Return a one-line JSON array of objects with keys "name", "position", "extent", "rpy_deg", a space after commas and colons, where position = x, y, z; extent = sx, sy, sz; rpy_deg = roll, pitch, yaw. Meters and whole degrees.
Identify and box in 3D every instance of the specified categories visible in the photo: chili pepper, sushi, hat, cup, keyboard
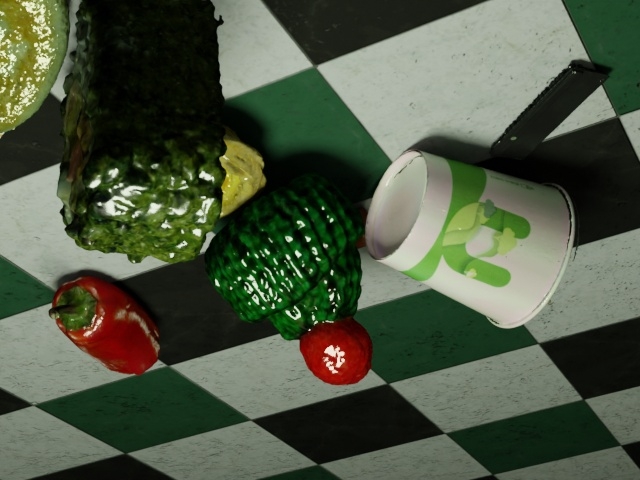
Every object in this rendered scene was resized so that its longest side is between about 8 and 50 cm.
[{"name": "chili pepper", "position": [-0.416, 0.131, 2.120], "extent": [0.135, 0.131, 0.338], "rpy_deg": [10, 160, 26]}, {"name": "sushi", "position": [-0.239, -0.139, 1.498], "extent": [0.178, 0.352, 0.294], "rpy_deg": [6, 145, -21]}, {"name": "hat", "position": [-0.013, 0.075, 1.881], "extent": [0.242, 0.332, 0.274], "rpy_deg": [-37, -177, -26]}, {"name": "cup", "position": [0.231, -0.017, 1.883], "extent": [0.274, 0.253, 0.253], "rpy_deg": [21, 141, -21]}, {"name": "keyboard", "position": [0.346, -0.195, 1.794], "extent": [0.072, 0.023, 0.231], "rpy_deg": [4, 148, -27]}]

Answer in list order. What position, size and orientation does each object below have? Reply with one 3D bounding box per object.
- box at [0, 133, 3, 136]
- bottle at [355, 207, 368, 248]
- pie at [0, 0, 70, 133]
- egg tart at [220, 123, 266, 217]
[{"name": "box", "position": [-0.517, -0.163, 1.718], "extent": [0.084, 0.040, 0.154], "rpy_deg": [19, 140, -29]}, {"name": "bottle", "position": [0.000, 0.000, 2.023], "extent": [0.187, 0.069, 0.069], "rpy_deg": [-17, 146, 22]}, {"name": "pie", "position": [-0.473, -0.260, 1.489], "extent": [0.323, 0.070, 0.323], "rpy_deg": [-6, 130, -7]}, {"name": "egg tart", "position": [-0.218, -0.113, 1.792], "extent": [0.279, 0.095, 0.279], "rpy_deg": [0, 153, 0]}]
